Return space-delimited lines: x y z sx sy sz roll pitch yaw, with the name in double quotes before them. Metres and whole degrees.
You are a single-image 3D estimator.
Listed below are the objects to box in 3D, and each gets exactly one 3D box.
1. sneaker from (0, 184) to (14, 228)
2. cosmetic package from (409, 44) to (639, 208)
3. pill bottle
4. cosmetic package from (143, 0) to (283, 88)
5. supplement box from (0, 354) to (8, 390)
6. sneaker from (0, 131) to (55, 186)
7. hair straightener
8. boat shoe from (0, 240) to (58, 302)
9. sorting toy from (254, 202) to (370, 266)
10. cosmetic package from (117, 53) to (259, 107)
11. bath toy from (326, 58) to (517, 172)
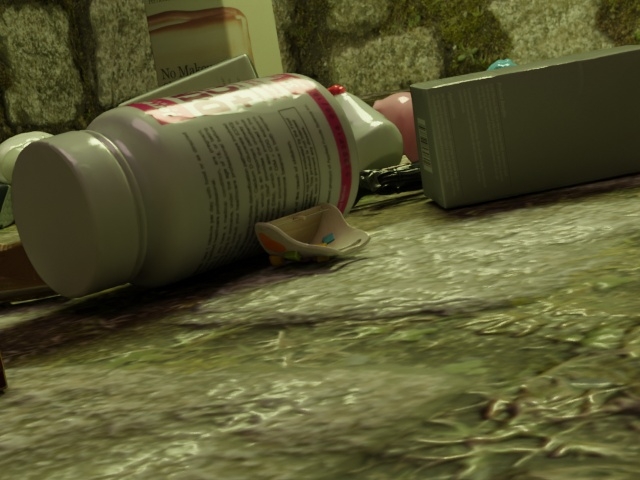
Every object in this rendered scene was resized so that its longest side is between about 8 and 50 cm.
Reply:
"sneaker" -0.544 -0.043 1.704 0.163 0.086 0.226 3 3 15
"cosmetic package" 0.220 -0.117 1.242 0.238 0.127 0.107 -10 10 -6
"pill bottle" -0.116 -0.050 1.099 0.283 0.160 0.160 -19 13 -40
"cosmetic package" -0.148 -0.239 1.835 0.153 0.296 0.129 -4 10 34
"supplement box" -0.285 0.050 0.866 0.081 0.104 0.188 -14 10 -24
"sneaker" -0.362 -0.104 1.810 0.232 0.090 0.115 3 10 -35
"hair straightener" 0.055 -0.052 1.319 0.230 0.047 0.089 -8 9 -15
"boat shoe" -0.293 0.032 1.134 0.170 0.063 0.059 -1 -22 12
"sorting toy" 0.000 0.000 1.056 0.075 0.045 0.083 8 19 41
"cosmetic package" -0.154 -0.149 1.664 0.184 0.151 0.151 -22 9 2
"bath toy" 0.133 -0.155 1.560 0.348 0.129 0.151 -16 -23 -36
